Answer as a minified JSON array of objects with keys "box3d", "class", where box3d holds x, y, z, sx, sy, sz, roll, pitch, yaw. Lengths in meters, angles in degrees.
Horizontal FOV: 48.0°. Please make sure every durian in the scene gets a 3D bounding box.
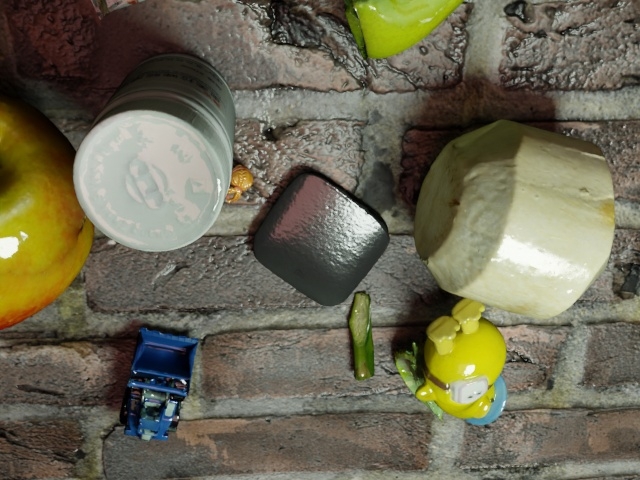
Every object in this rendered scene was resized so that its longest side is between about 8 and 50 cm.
[{"box3d":[0.192,0.245,1.349,0.086,0.100,0.215,-24,122,3],"class":"durian"}]

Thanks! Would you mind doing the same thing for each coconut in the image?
[{"box3d":[0.316,-0.030,1.129,0.322,0.323,0.323,-2,116,-4],"class":"coconut"}]

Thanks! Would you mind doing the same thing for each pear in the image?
[{"box3d":[0.133,-0.406,1.001,0.292,0.159,0.293,-3,115,-7],"class":"pear"}]

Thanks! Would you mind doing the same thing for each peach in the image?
[{"box3d":[-0.512,-0.036,1.035,0.369,0.370,0.370,-2,116,-4],"class":"peach"}]

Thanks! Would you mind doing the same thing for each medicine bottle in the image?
[{"box3d":[-0.215,-0.134,0.999,0.189,0.332,0.190,-2,116,-4],"class":"medicine bottle"}]

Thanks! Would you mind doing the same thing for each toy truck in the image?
[{"box3d":[-0.298,0.270,1.302,0.113,0.126,0.208,12,113,-11],"class":"toy truck"}]

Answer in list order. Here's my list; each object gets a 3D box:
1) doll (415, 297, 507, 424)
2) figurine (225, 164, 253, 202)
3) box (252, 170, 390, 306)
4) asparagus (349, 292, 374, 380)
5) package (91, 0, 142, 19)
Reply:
[{"box3d":[0.254,0.238,1.296,0.199,0.145,0.363,-32,138,-9],"class":"doll"},{"box3d":[-0.161,-0.084,1.192,0.109,0.047,0.064,-26,144,14],"class":"figurine"},{"box3d":[0.000,0.000,1.246,0.212,0.042,0.201,33,109,-18],"class":"box"},{"box3d":[0.079,0.181,1.342,0.045,0.041,0.179,-9,116,-10],"class":"asparagus"},{"box3d":[-0.283,-0.360,1.060,0.110,0.015,0.037,-18,111,2],"class":"package"}]
